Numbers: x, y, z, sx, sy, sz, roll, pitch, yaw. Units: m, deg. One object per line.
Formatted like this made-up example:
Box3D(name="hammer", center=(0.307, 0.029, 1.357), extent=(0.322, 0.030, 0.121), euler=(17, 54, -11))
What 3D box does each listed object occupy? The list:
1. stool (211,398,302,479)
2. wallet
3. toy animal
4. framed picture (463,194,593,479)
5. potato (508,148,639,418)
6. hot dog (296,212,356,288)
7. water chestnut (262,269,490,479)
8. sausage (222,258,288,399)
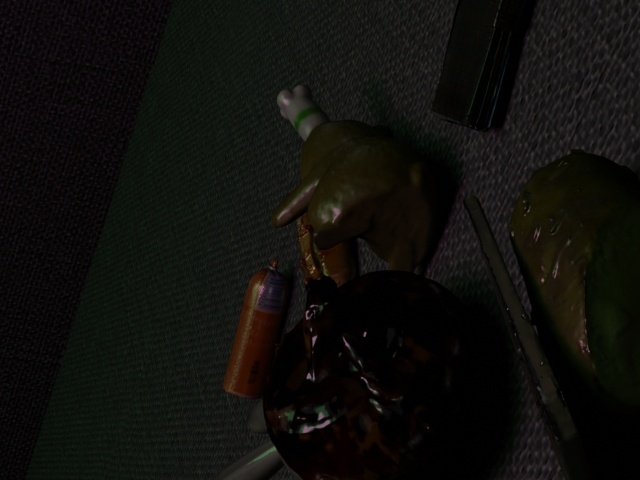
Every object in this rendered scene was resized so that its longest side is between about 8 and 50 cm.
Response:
Box3D(name="stool", center=(-0.016, 0.287, 1.921), extent=(0.199, 0.195, 0.195), euler=(-48, 9, 43))
Box3D(name="wallet", center=(0.213, -0.297, 1.842), extent=(0.169, 0.044, 0.317), euler=(-143, 67, -71))
Box3D(name="toy animal", center=(0.039, -0.079, 2.021), extent=(0.180, 0.181, 0.363), euler=(-66, 24, 11))
Box3D(name="framed picture", center=(0.217, 0.145, 1.446), extent=(0.335, 0.022, 0.247), euler=(-105, -7, -49))
Box3D(name="potato", center=(0.271, 0.040, 1.404), extent=(0.176, 0.141, 0.298), euler=(100, 161, -49))
Box3D(name="hot dog", center=(0.000, 0.000, 2.217), extent=(0.104, 0.076, 0.250), euler=(123, 152, -44))
Box3D(name="water chestnut", center=(0.053, 0.155, 1.724), extent=(0.300, 0.300, 0.300), euler=(-170, 90, -69))
Box3D(name="sausage", center=(-0.101, 0.142, 2.417), extent=(0.071, 0.071, 0.234), euler=(-135, 58, -65))
